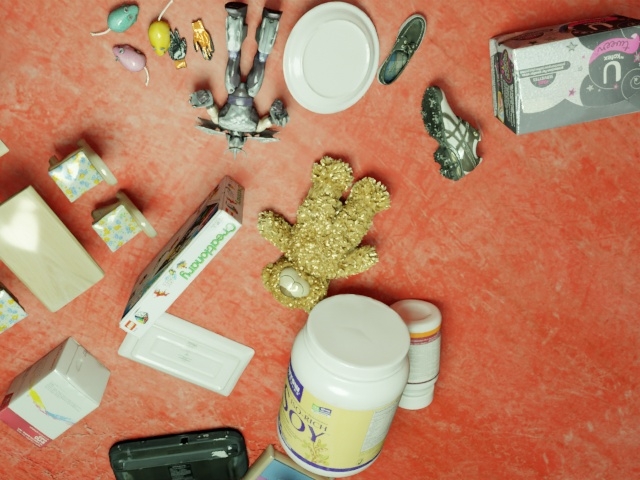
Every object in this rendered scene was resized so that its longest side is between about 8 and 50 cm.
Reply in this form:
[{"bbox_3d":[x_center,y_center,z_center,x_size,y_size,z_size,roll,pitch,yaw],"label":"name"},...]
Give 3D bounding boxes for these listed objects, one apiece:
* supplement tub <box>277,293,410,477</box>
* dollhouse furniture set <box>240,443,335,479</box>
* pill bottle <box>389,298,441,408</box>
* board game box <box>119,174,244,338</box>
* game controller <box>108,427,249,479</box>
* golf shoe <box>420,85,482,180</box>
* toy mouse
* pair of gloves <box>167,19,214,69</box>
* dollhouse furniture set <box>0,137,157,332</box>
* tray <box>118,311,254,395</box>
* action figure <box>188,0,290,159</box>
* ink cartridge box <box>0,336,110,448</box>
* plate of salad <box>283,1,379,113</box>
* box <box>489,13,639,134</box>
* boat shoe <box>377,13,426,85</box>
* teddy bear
[{"bbox_3d":[0.047,0.300,1.392,0.241,0.241,0.331,6,127,-8],"label":"supplement tub"},{"bbox_3d":[-0.101,0.686,1.552,0.198,0.303,0.286,33,108,-17],"label":"dollhouse furniture set"},{"bbox_3d":[0.201,0.251,1.480,0.121,0.121,0.221,-4,115,-3],"label":"pill bottle"},{"bbox_3d":[-0.262,0.027,1.296,0.053,0.193,0.305,38,106,-19],"label":"board game box"},{"bbox_3d":[-0.333,0.525,1.600,0.320,0.067,0.166,-6,129,-2],"label":"game controller"},{"bbox_3d":[0.257,-0.216,1.306,0.094,0.077,0.198,-26,119,-9],"label":"golf shoe"},{"bbox_3d":[-0.340,-0.356,1.196,0.143,0.031,0.160,8,118,-4],"label":"toy mouse"},{"bbox_3d":[-0.238,-0.355,1.223,0.083,0.010,0.074,-15,116,5],"label":"pair of gloves"},{"bbox_3d":[-0.514,-0.031,1.117,0.362,0.256,0.394,-37,125,-11],"label":"dollhouse furniture set"},{"bbox_3d":[-0.295,0.252,1.486,0.271,0.030,0.145,26,109,-16],"label":"tray"},{"bbox_3d":[-0.143,-0.278,1.222,0.186,0.099,0.284,4,118,-14],"label":"action figure"},{"bbox_3d":[-0.564,0.323,1.439,0.176,0.128,0.127,-37,113,12],"label":"ink cartridge box"},{"bbox_3d":[0.018,-0.331,1.227,0.200,0.048,0.199,-13,119,-25],"label":"plate of salad"},{"bbox_3d":[0.454,-0.308,1.235,0.248,0.142,0.163,-11,115,-1],"label":"box"},{"bbox_3d":[0.153,-0.348,1.245,0.049,0.040,0.142,25,110,-15],"label":"boat shoe"},{"bbox_3d":[0.000,0.000,1.354,0.338,0.113,0.245,-43,109,14],"label":"teddy bear"}]
